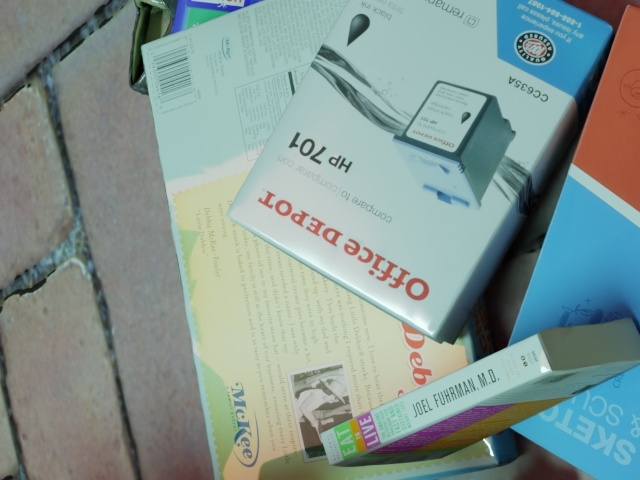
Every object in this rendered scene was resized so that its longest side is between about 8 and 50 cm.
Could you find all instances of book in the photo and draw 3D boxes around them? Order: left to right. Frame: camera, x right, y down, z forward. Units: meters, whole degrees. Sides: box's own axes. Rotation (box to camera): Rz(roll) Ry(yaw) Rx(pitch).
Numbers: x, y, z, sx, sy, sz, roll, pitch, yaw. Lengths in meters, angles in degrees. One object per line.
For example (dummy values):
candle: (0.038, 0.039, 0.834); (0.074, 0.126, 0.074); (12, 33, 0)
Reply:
book: (0.082, 0.081, 0.563); (0.144, 0.096, 0.035); (-31, 69, 37)

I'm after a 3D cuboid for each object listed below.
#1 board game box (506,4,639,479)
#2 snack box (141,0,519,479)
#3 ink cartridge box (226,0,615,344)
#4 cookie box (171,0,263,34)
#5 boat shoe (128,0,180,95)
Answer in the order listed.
board game box: (0.253, 0.046, 0.519); (0.316, 0.064, 0.242); (27, 108, 38)
snack box: (0.000, 0.000, 0.714); (0.187, 0.060, 0.322); (-15, 79, 22)
ink cartridge box: (0.058, -0.057, 0.621); (0.139, 0.082, 0.191); (29, 88, 15)
cookie box: (-0.067, -0.156, 0.820); (0.091, 0.040, 0.107); (22, 104, 39)
boat shoe: (-0.119, -0.186, 0.861); (0.056, 0.049, 0.152); (8, 95, 42)
